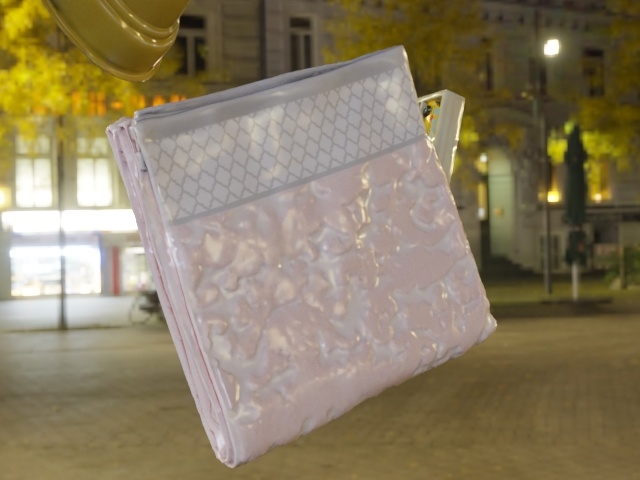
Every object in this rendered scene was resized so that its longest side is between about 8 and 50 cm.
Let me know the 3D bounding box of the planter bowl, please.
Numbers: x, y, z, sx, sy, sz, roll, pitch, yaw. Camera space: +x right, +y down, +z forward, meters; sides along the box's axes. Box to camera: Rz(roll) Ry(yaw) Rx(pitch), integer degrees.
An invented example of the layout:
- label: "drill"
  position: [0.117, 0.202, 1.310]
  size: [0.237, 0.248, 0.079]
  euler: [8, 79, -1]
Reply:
- label: "planter bowl"
  position: [-0.158, -0.249, 0.921]
  size: [0.090, 0.217, 0.217]
  euler: [-22, -7, 20]

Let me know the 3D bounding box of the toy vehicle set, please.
- label: "toy vehicle set"
  position: [0.115, -0.067, 1.545]
  size: [0.035, 0.266, 0.166]
  euler: [19, -16, -28]

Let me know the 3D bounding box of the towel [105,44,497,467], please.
- label: "towel"
  position: [0.000, 0.000, 1.023]
  size: [0.332, 0.316, 0.053]
  euler: [-21, 5, -34]
